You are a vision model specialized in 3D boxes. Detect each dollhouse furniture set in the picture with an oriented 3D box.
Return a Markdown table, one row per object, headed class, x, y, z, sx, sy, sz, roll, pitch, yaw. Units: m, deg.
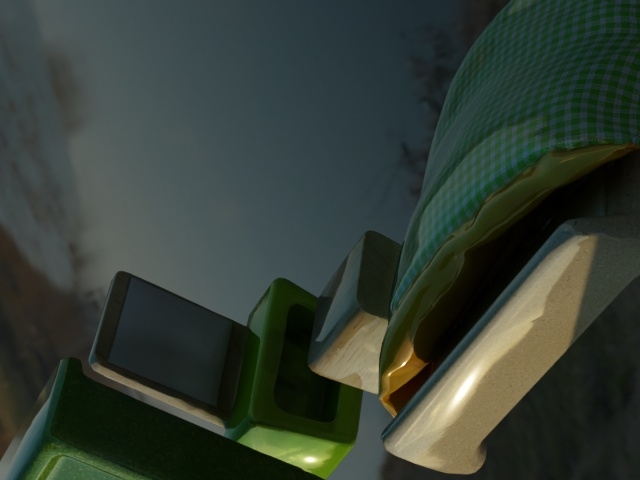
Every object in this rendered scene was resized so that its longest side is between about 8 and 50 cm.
| class | x | y | z | sx | sy | sz | roll | pitch | yaw |
| --- | --- | --- | --- | --- | --- | --- | --- | --- | --- |
| dollhouse furniture set | 0.000 | 0.000 | 0.655 | 0.301 | 0.151 | 0.198 | -54 | 17 | 40 |
